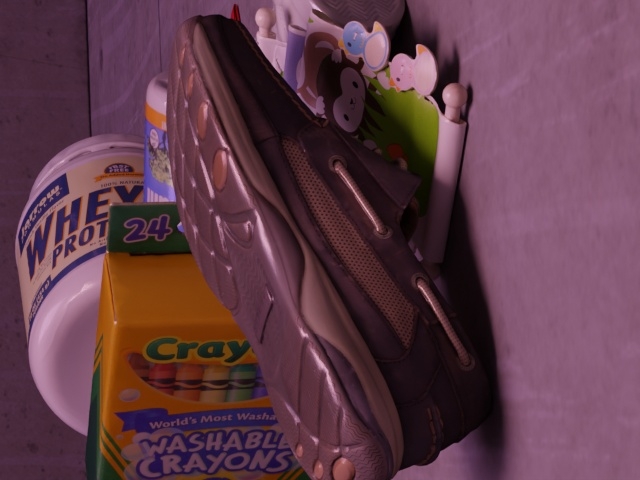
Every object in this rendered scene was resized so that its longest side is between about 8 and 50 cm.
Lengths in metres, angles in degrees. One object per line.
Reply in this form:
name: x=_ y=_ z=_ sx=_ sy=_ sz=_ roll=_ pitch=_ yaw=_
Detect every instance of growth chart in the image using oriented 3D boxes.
growth chart: x=0.021 y=-0.076 z=1.282 sx=0.237 sy=0.021 sz=0.172 roll=31 pitch=130 yaw=46

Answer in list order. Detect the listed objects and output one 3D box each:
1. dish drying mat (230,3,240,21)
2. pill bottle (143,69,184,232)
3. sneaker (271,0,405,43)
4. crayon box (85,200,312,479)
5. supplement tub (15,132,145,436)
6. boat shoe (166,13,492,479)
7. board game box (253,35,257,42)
dish drying mat: x=-0.097 y=-0.215 z=1.998 sx=0.083 sy=0.008 sz=0.032 roll=104 pitch=161 yaw=-50
pill bottle: x=-0.081 y=-0.008 z=1.622 sx=0.152 sy=0.152 sz=0.272 roll=-123 pitch=33 yaw=-67
sneaker: x=-0.021 y=-0.196 z=1.438 sx=0.169 sy=0.108 sz=0.292 roll=105 pitch=158 yaw=-44
crayon box: x=-0.082 y=0.106 z=1.521 sx=0.323 sy=0.203 sz=0.083 roll=101 pitch=162 yaw=-45
supplement tub: x=-0.205 y=0.043 z=1.992 sx=0.325 sy=0.235 sz=0.235 roll=-113 pitch=25 yaw=-58
boat shoe: x=0.000 y=0.000 z=1.213 sx=0.355 sy=0.130 sz=0.132 roll=66 pitch=154 yaw=25
board game box: x=-0.031 y=-0.161 z=1.549 sx=0.020 sy=0.090 sz=0.090 roll=52 pitch=-177 yaw=-24
